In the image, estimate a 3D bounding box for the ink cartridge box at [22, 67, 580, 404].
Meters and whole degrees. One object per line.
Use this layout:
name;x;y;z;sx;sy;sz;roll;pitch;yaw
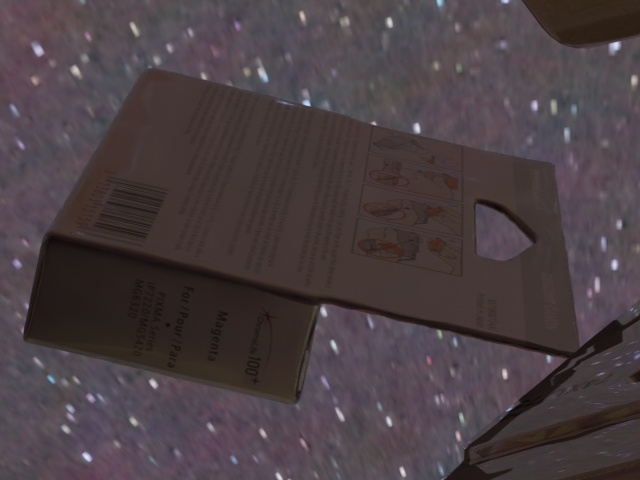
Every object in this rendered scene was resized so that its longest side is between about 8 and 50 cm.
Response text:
ink cartridge box;0.000;0.000;0.928;0.239;0.275;0.060;14;-69;-1

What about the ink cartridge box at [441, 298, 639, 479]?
ink cartridge box;0.198;0.142;0.600;0.197;0.198;0.270;-34;-82;-45

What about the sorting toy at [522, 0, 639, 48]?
sorting toy;0.088;-0.114;0.387;0.193;0.208;0.038;-11;-128;37
